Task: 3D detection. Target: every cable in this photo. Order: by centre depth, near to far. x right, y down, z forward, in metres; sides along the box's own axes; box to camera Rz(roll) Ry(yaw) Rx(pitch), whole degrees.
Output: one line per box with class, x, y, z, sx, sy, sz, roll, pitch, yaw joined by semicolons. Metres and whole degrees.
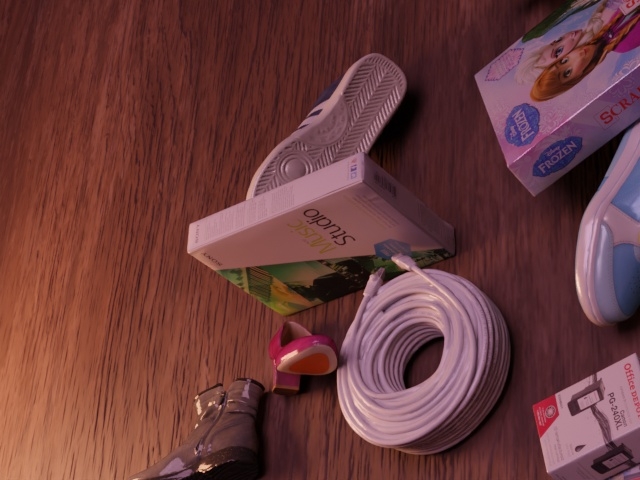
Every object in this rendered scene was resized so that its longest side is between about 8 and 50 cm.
cable;0.135;0.165;1.792;0.257;0.089;0.257;23;81;48

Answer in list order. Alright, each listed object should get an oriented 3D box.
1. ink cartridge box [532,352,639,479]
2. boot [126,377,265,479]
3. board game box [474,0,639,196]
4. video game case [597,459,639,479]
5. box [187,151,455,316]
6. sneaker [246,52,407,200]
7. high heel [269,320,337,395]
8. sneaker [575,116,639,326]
ink cartridge box;0.340;0.218;1.575;0.150;0.063;0.109;-33;36;23
boot;-0.187;0.310;2.012;0.246;0.083;0.161;-22;43;24
board game box;0.370;-0.243;1.788;0.318;0.066;0.318;-39;23;17
video game case;0.381;0.306;1.526;0.166;0.015;0.119;-34;45;21
box;0.000;0.000;1.917;0.322;0.232;0.058;-20;50;33
sneaker;0.002;-0.135;2.062;0.350;0.131;0.148;-49;5;-21
high heel;-0.024;0.142;1.894;0.244;0.082;0.117;116;160;-68
sneaker;0.447;-0.034;1.611;0.208;0.127;0.319;8;70;46
